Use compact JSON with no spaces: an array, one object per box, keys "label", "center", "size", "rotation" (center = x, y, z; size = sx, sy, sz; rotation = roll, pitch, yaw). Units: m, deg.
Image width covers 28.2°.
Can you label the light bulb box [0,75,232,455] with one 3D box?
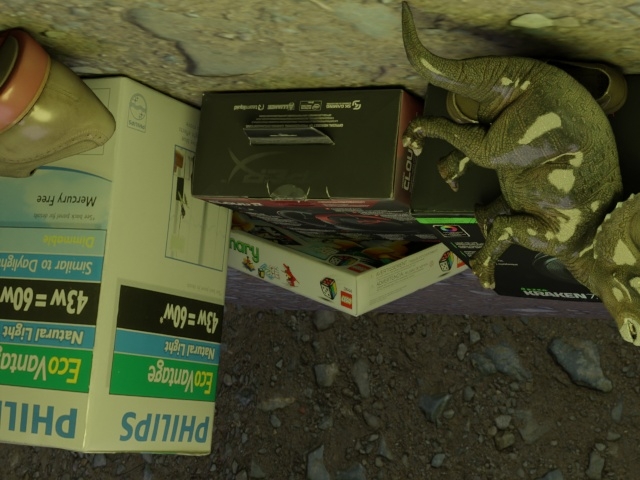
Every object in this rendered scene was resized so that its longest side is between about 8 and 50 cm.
[{"label":"light bulb box","center":[-0.300,0.034,1.353],"size":[0.357,0.361,0.225],"rotation":[0,172,29]}]

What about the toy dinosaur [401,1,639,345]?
[{"label":"toy dinosaur","center":[0.168,-0.064,0.984],"size":[0.160,0.314,0.121],"rotation":[-24,-168,24]}]

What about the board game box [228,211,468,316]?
[{"label":"board game box","center":[0.000,0.000,1.527],"size":[0.305,0.053,0.193],"rotation":[19,-152,41]}]

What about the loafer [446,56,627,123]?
[{"label":"loafer","center":[0.174,-0.124,1.037],"size":[0.148,0.056,0.050],"rotation":[-7,170,11]}]

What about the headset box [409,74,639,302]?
[{"label":"headset box","center":[0.243,-0.044,1.174],"size":[0.246,0.131,0.283],"rotation":[2,162,26]}]

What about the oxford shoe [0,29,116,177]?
[{"label":"oxford shoe","center":[-0.326,-0.094,1.194],"size":[0.130,0.123,0.348],"rotation":[34,157,-35]}]

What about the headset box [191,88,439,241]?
[{"label":"headset box","center":[0.023,-0.073,1.291],"size":[0.218,0.110,0.293],"rotation":[2,172,27]}]
